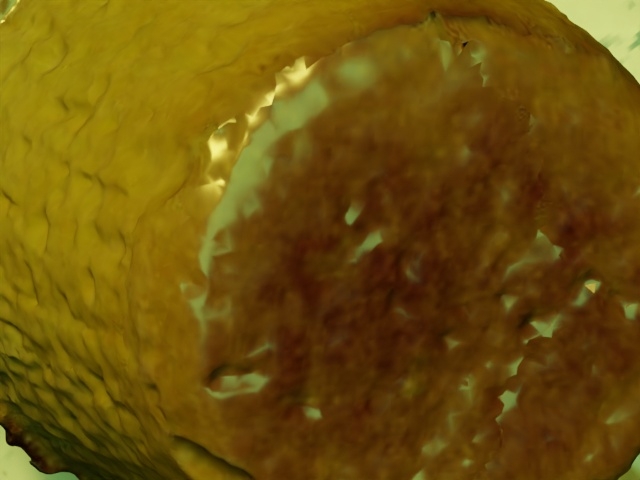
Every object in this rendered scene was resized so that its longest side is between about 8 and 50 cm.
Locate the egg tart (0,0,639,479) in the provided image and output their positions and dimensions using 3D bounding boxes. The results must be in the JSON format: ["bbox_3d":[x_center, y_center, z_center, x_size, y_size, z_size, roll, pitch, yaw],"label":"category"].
[{"bbox_3d":[0.000,0.000,0.553,0.215,0.171,0.215,-4,103,-19],"label":"egg tart"}]
